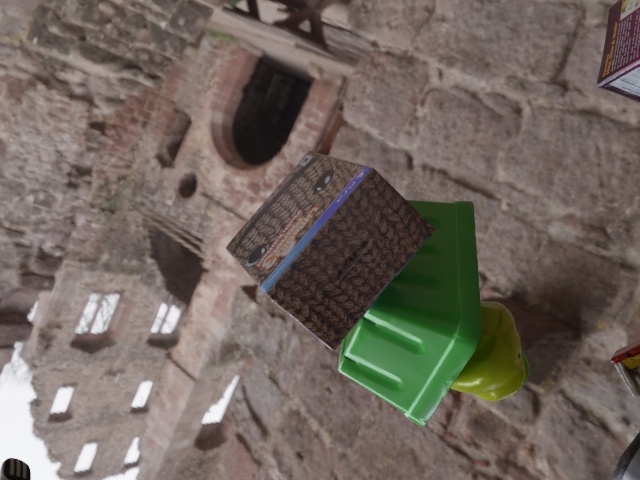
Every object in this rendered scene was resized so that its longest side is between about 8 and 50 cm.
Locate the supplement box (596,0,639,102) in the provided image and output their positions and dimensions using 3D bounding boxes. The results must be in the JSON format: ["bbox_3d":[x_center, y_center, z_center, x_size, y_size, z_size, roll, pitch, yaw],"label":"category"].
[{"bbox_3d":[0.377,-0.222,0.703,0.080,0.104,0.188,17,166,-13],"label":"supplement box"}]

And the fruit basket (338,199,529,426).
[{"bbox_3d":[0.231,0.136,1.212,0.391,0.283,0.392,13,-141,-11],"label":"fruit basket"}]

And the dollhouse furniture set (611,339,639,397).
[{"bbox_3d":[0.657,0.094,1.140,0.201,0.374,0.152,-7,-114,-58],"label":"dollhouse furniture set"}]

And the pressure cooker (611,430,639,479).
[{"bbox_3d":[0.847,0.573,1.378,0.369,0.376,0.420,-1,-163,-19],"label":"pressure cooker"}]

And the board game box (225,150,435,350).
[{"bbox_3d":[0.000,0.000,1.105,0.141,0.232,0.291,42,176,-22],"label":"board game box"}]

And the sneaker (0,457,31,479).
[{"bbox_3d":[-0.642,0.561,1.393,0.086,0.132,0.229,38,-164,-32],"label":"sneaker"}]
